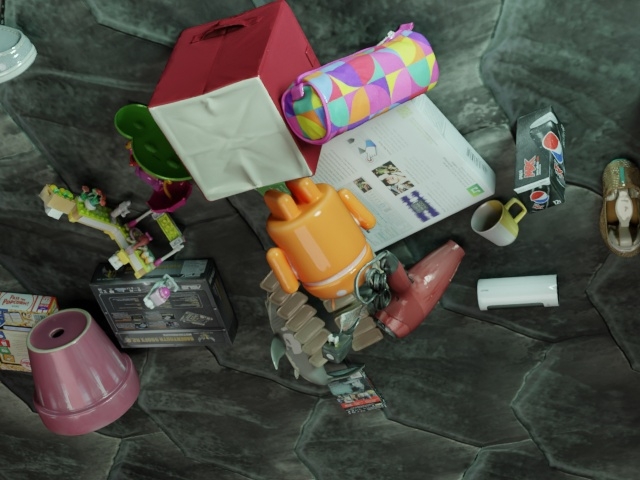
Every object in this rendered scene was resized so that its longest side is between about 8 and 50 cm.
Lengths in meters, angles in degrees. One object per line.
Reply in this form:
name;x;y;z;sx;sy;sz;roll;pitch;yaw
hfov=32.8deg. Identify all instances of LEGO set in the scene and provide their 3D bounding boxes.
LEGO set;-0.333;-0.026;1.847;0.107;0.132;0.287;-31;115;25

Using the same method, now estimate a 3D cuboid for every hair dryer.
hair dryer;0.137;0.081;1.743;0.080;0.293;0.223;42;136;18

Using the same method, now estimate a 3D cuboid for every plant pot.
plant pot;-0.464;0.238;2.061;0.201;0.201;0.180;-5;124;17

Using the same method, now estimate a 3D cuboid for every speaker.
speaker;0.338;0.088;1.851;0.136;0.055;0.055;-4;132;16

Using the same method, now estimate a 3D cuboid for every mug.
mug;0.292;-0.025;1.749;0.078;0.062;0.064;-21;134;37

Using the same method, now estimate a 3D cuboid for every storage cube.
storage cube;-0.107;-0.198;1.574;0.184;0.193;0.215;-12;129;23

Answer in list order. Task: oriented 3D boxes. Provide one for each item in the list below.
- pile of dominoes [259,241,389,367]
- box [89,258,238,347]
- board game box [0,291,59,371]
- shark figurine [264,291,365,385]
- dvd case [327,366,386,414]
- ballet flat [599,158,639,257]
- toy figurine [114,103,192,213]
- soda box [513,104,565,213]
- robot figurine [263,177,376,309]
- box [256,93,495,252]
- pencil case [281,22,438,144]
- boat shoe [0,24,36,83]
pile of dominoes;0.021;0.089;1.843;0.196;0.040;0.251;-27;124;7
box;-0.287;0.120;2.016;0.231;0.056;0.183;-3;134;15
board game box;-0.582;0.186;2.152;0.147;0.045;0.193;5;134;7
shark figurine;-0.003;0.200;1.966;0.116;0.166;0.278;-21;128;17
dvd case;0.067;0.297;2.141;0.087;0.013;0.119;-16;129;25
ballet flat;0.470;-0.032;1.695;0.073;0.067;0.206;-7;132;17
toy figurine;-0.264;-0.116;1.759;0.173;0.130;0.159;34;145;9
soda box;0.319;-0.119;1.573;0.060;0.169;0.053;-20;127;28
robot figurine;0.002;-0.001;1.684;0.128;0.158;0.219;-16;118;32
box;0.081;-0.098;1.727;0.322;0.058;0.232;-27;123;31
pencil case;0.057;-0.215;1.491;0.104;0.236;0.104;29;135;33
boat shoe;-0.587;-0.304;1.633;0.320;0.118;0.103;11;140;12
